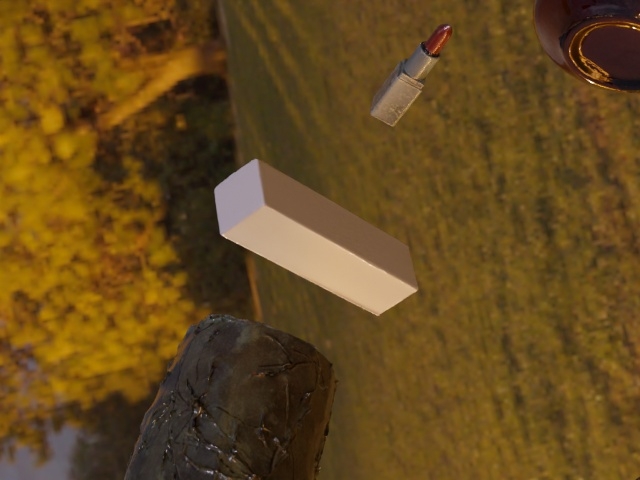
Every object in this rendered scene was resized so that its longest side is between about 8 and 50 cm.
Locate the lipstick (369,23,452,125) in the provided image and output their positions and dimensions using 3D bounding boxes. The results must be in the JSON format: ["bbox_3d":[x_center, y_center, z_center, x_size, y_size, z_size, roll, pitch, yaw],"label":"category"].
[{"bbox_3d":[0.094,-0.168,1.200,0.129,0.030,0.030,-51,18,42],"label":"lipstick"}]

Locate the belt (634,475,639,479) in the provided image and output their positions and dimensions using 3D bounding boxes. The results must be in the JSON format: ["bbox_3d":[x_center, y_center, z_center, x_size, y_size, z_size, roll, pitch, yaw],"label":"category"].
[{"bbox_3d":[0.323,0.415,1.283,0.360,0.126,0.094,-69,-17,7],"label":"belt"}]

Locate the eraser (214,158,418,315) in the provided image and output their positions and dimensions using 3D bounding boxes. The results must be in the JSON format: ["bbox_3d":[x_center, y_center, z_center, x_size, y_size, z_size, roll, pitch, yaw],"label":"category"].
[{"bbox_3d":[0.000,0.001,1.550,0.298,0.076,0.078,28,-141,-41],"label":"eraser"}]

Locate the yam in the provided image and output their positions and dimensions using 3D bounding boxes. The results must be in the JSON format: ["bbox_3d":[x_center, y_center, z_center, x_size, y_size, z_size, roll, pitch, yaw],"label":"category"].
[{"bbox_3d":[-0.101,0.269,1.325,0.241,0.240,0.348,89,-168,-59],"label":"yam"}]

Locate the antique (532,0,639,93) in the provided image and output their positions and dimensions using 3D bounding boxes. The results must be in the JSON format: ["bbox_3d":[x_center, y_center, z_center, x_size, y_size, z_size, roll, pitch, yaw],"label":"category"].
[{"bbox_3d":[0.407,-0.289,1.617,0.223,0.278,0.129,-34,32,48],"label":"antique"}]
